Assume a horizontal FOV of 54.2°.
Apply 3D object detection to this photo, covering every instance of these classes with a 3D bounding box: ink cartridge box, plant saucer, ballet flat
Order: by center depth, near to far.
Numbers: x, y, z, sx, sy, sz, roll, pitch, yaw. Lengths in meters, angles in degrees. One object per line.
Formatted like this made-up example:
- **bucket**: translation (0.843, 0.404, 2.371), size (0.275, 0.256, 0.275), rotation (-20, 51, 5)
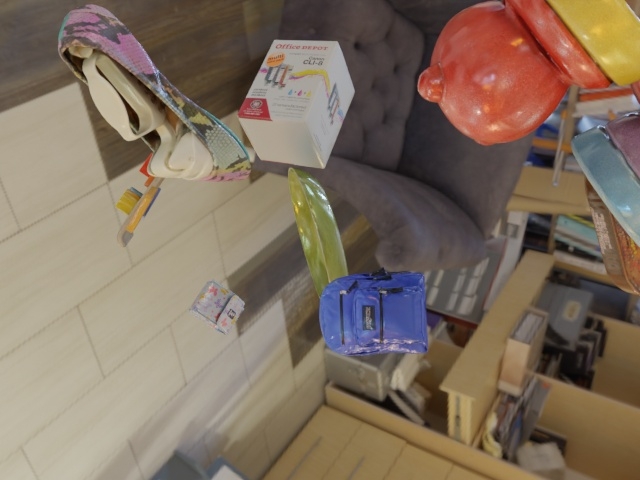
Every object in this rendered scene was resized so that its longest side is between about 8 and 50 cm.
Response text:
- **ballet flat**: translation (-0.152, -0.110, 0.574), size (0.221, 0.076, 0.079), rotation (47, 40, -35)
- **plant saucer**: translation (0.000, 0.000, 0.965), size (0.037, 0.241, 0.241), rotation (-15, 127, -8)
- **ink cartridge box**: translation (-0.036, -0.236, 1.070), size (0.127, 0.128, 0.176), rotation (62, 43, -55)

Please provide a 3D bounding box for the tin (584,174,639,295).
- **tin**: translation (0.351, -0.029, 0.685), size (0.106, 0.040, 0.190), rotation (-21, 102, -12)

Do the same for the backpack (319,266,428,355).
- **backpack**: translation (0.057, 0.079, 0.697), size (0.101, 0.120, 0.098), rotation (53, 35, -80)

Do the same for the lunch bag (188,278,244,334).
- **lunch bag**: translation (-0.185, 0.122, 1.140), size (0.083, 0.053, 0.071), rotation (39, 68, -15)

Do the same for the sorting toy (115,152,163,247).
- **sorting toy**: translation (-0.295, -0.091, 1.055), size (0.047, 0.347, 0.196), rotation (30, 90, -14)

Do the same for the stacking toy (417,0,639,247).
- **stacking toy**: translation (0.206, -0.129, 0.523), size (0.308, 0.130, 0.280), rotation (35, 33, -27)
